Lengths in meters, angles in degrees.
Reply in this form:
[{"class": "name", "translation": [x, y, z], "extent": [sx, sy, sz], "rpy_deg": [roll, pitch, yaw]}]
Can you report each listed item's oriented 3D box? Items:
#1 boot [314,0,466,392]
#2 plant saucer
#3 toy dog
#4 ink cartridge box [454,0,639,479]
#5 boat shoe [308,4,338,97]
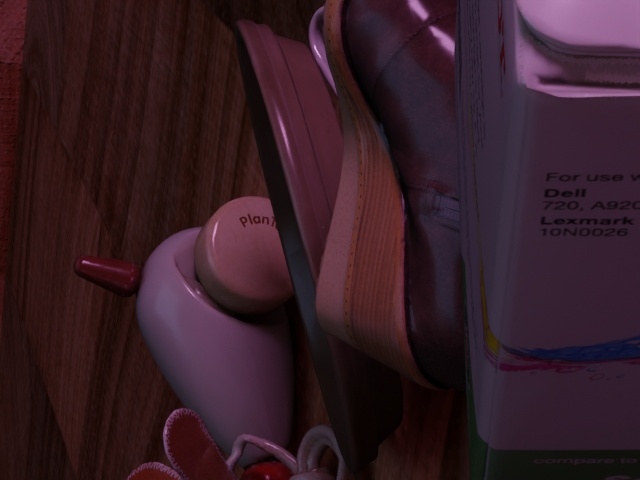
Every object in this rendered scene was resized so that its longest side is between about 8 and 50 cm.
[{"class": "boot", "translation": [0.098, -0.050, 0.740], "extent": [0.207, 0.090, 0.248], "rpy_deg": [9, 94, 40]}, {"class": "plant saucer", "translation": [0.000, 0.000, 1.000], "extent": [0.278, 0.041, 0.278], "rpy_deg": [165, 90, -85]}, {"class": "toy dog", "translation": [-0.093, 0.119, 1.200], "extent": [0.220, 0.161, 0.333], "rpy_deg": [113, 152, -48]}, {"class": "ink cartridge box", "translation": [0.104, -0.057, 0.518], "extent": [0.278, 0.117, 0.201], "rpy_deg": [85, -175, -62]}, {"class": "boat shoe", "translation": [0.056, -0.060, 0.895], "extent": [0.258, 0.084, 0.095], "rpy_deg": [-123, 39, -59]}]
